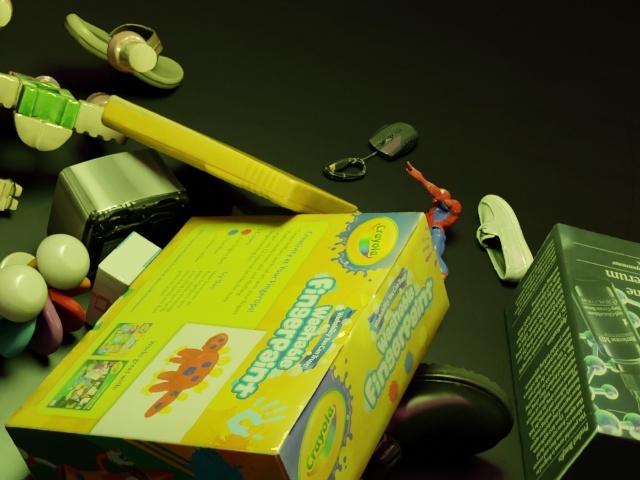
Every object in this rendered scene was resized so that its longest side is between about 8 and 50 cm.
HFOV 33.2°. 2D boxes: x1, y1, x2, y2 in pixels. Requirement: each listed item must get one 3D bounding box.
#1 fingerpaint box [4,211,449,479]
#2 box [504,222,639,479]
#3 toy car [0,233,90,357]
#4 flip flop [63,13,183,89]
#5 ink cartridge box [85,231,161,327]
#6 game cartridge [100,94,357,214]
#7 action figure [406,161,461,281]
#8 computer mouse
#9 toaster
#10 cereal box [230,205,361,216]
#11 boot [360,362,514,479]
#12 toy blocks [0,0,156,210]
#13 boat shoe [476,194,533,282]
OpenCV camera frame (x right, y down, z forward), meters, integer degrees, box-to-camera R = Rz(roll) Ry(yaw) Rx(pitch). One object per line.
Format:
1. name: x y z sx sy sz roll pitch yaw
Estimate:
1. fingerpaint box: -0.092 0.151 1.324 0.371 0.163 0.445 -1 33 28
2. box: 0.460 0.206 1.576 0.293 0.212 0.395 13 44 -11
3. toy car: -0.382 0.085 1.428 0.182 0.159 0.136 -42 107 -45
4. flip flop: -0.324 -0.336 1.839 0.112 0.080 0.277 41 11 33
5. ink cartridge box: -0.275 0.063 1.489 0.052 0.122 0.088 32 43 5
6. game cartridge: -0.123 -0.107 1.586 0.323 0.053 0.285 27 4 22
7. action figure: 0.155 -0.013 1.756 0.139 0.091 0.280 35 41 -10
8. computer mouse: 0.096 -0.166 1.936 0.071 0.041 0.242 41 46 19
9. toaster: -0.291 -0.034 1.537 0.168 0.186 0.110 -19 60 -35
10. cereal box: 0.000 0.000 1.656 0.240 0.047 0.173 0 26 -35
11. boot: 0.088 0.289 1.392 0.347 0.131 0.260 6 37 -2
12. toy blocks: -0.444 -0.211 1.671 0.288 0.309 0.260 15 8 -25
13. boat shoe: 0.303 -0.003 1.844 0.063 0.066 0.184 -1 56 -24
